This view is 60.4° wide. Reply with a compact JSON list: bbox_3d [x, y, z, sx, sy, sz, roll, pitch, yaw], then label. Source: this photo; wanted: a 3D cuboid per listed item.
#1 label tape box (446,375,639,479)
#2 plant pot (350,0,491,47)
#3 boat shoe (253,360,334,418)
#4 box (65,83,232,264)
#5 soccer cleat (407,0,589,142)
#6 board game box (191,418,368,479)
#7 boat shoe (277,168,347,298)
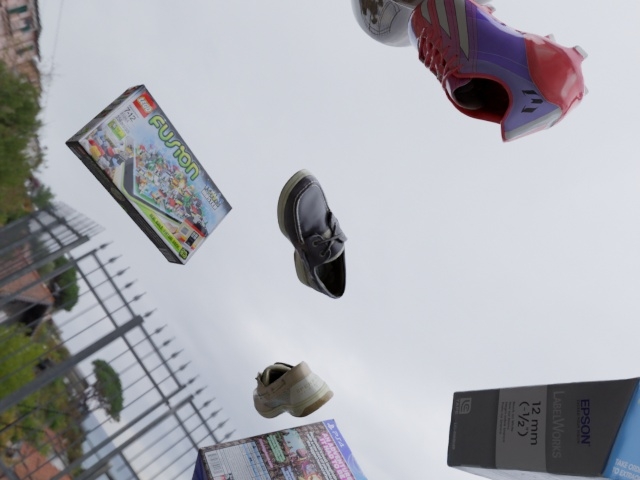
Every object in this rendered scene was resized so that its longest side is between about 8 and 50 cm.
[{"bbox_3d":[0.370,0.263,0.682,0.249,0.115,0.348,25,-26,-23],"label":"label tape box"},{"bbox_3d":[0.133,-0.400,0.779,0.263,0.263,0.229,54,-14,4],"label":"plant pot"},{"bbox_3d":[-0.076,0.288,1.102,0.098,0.109,0.302,58,-27,-1],"label":"boat shoe"},{"bbox_3d":[-0.208,-0.079,0.702,0.036,0.114,0.207,6,-40,41],"label":"box"},{"bbox_3d":[0.140,-0.172,0.527,0.248,0.095,0.083,52,-7,46],"label":"soccer cleat"},{"bbox_3d":[-0.065,0.489,1.012,0.232,0.291,0.141,52,-46,46],"label":"board game box"},{"bbox_3d":[0.000,0.000,0.935,0.092,0.103,0.285,33,-30,30],"label":"boat shoe"}]
